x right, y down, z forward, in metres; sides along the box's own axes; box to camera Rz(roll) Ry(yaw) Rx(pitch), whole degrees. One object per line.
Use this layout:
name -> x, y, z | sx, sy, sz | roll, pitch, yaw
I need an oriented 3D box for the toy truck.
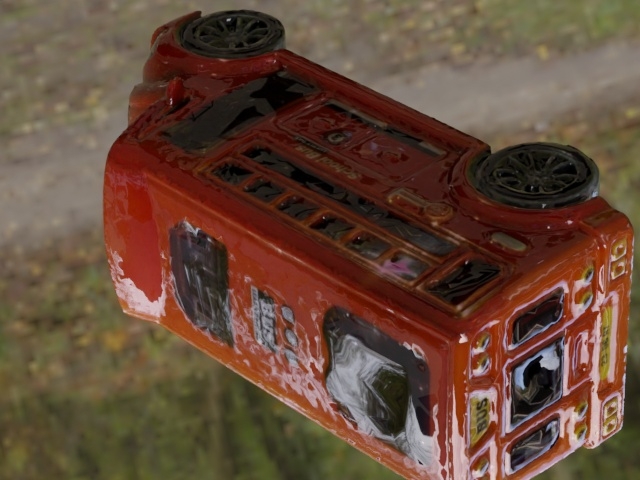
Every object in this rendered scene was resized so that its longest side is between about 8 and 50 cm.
toy truck -> 0.000, 0.000, 0.775 | 0.114, 0.107, 0.252 | -30, -139, -34
